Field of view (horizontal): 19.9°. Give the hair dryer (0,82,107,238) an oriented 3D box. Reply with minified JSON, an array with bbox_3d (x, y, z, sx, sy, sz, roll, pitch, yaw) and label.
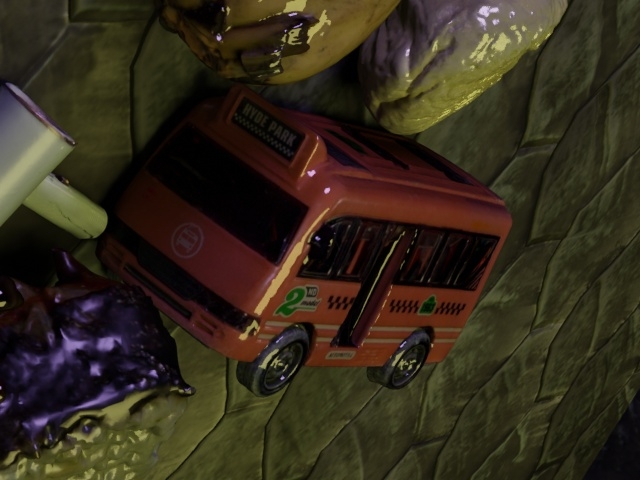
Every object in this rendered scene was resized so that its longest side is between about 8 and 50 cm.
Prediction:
[{"bbox_3d":[-0.236,-0.035,1.475,0.131,0.073,0.236,-48,163,1],"label":"hair dryer"}]

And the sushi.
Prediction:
[{"bbox_3d":[-0.279,0.156,1.492,0.343,0.182,0.196,-22,146,-24],"label":"sushi"}]

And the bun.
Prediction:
[{"bbox_3d":[0.117,-0.195,1.709,0.220,0.134,0.220,-36,179,-1],"label":"bun"}]

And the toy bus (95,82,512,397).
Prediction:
[{"bbox_3d":[0.000,0.000,1.717,0.427,0.203,0.233,7,115,-60],"label":"toy bus"}]

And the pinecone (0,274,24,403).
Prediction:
[{"bbox_3d":[-0.359,0.082,1.053,0.398,0.398,0.397,-37,151,-25],"label":"pinecone"}]

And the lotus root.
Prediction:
[{"bbox_3d":[0.002,-0.245,1.434,0.310,0.183,0.183,-41,152,-23],"label":"lotus root"}]
